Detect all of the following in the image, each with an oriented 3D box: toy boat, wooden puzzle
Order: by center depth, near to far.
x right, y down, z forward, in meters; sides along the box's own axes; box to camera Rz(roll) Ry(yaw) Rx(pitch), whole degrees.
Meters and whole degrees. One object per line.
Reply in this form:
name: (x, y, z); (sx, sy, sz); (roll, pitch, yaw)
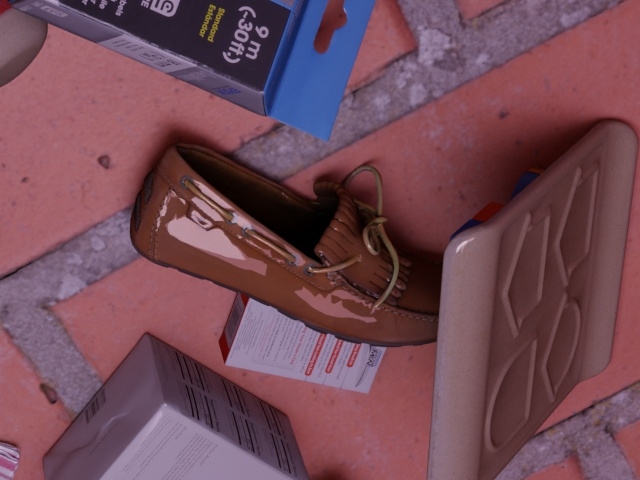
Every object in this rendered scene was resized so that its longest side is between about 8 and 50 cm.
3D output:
toy boat: (-0.370, -0.196, 1.621); (0.231, 0.151, 0.151); (-22, 91, -1)
wooden puzzle: (0.205, 0.067, 1.834); (0.348, 0.080, 0.322); (-32, 133, -47)

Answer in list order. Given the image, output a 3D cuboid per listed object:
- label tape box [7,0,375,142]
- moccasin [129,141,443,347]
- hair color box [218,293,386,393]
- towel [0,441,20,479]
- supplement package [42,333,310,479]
label tape box: (-0.079, -0.260, 1.599); (0.333, 0.106, 0.241); (22, 82, -22)
moccasin: (0.000, -0.002, 1.803); (0.380, 0.139, 0.147); (24, 119, -13)
hair color box: (-0.014, 0.099, 1.891); (0.167, 0.053, 0.093); (14, 114, -18)
towel: (-0.418, 0.291, 1.915); (0.144, 0.029, 0.197); (15, 114, -19)
supplement package: (-0.153, 0.248, 1.883); (0.203, 0.149, 0.194); (34, 106, -26)
